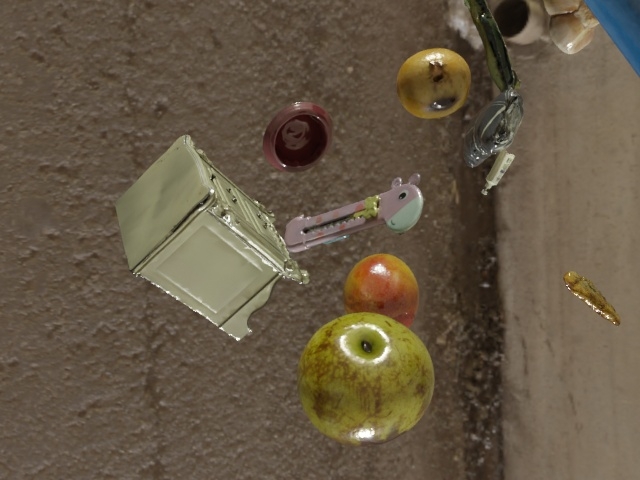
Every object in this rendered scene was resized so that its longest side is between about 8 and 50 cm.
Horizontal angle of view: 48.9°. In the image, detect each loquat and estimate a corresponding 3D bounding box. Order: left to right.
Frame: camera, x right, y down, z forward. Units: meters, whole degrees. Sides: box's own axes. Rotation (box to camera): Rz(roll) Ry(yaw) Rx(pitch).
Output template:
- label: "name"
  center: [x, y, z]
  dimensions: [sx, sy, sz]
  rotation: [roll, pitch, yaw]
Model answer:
- label: "loquat"
  center: [0.228, -0.315, 1.414]
  dimensions: [0.163, 0.163, 0.137]
  rotation: [-23, 80, -46]

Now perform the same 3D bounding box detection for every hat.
- label: "hat"
  center: [-0.063, -0.281, 1.900]
  dimensions: [0.205, 0.089, 0.206]
  rotation: [-10, 122, -17]

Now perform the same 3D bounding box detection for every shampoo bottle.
- label: "shampoo bottle"
  center: [0.508, -0.194, 2.035]
  dimensions: [0.049, 0.034, 0.141]
  rotation: [13, 111, -49]

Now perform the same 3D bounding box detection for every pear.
- label: "pear"
  center: [0.087, 0.280, 1.390]
  dimensions: [0.283, 0.283, 0.284]
  rotation: [-1, 92, -48]

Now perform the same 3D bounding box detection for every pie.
- label: "pie"
  center: [0.540, 0.110, 1.411]
  dimensions: [0.170, 0.034, 0.092]
  rotation: [37, 31, -18]

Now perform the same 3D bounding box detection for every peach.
- label: "peach"
  center: [0.168, 0.158, 1.951]
  dimensions: [0.231, 0.231, 0.231]
  rotation: [-1, 92, -48]

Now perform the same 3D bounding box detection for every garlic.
- label: "garlic"
  center: [0.572, -0.519, 1.598]
  dimensions: [0.175, 0.124, 0.099]
  rotation: [64, 13, -9]

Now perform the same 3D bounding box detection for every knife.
- label: "knife"
  center: [0.053, -0.043, 1.479]
  dimensions: [0.038, 0.398, 0.132]
  rotation: [31, 57, -35]

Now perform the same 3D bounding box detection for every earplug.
- label: "earplug"
  center: [0.424, -0.329, 0.938]
  dimensions: [0.132, 0.132, 0.273]
  rotation: [-15, 67, -47]

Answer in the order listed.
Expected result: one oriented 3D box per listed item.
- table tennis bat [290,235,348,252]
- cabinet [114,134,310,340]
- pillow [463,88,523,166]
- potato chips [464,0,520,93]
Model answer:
- label: "table tennis bat"
  center: [0.000, 0.000, 1.897]
  dimensions: [0.124, 0.201, 0.033]
  rotation: [-15, 86, -48]
- label: "cabinet"
  center: [-0.229, -0.005, 1.504]
  dimensions: [0.227, 0.290, 0.318]
  rotation: [-43, 127, 8]
- label: "pillow"
  center: [0.417, -0.270, 1.727]
  dimensions: [0.092, 0.335, 0.162]
  rotation: [28, 89, -1]
- label: "potato chips"
  center: [0.416, -0.570, 1.839]
  dimensions: [0.429, 0.070, 0.358]
  rotation: [55, 20, -23]
